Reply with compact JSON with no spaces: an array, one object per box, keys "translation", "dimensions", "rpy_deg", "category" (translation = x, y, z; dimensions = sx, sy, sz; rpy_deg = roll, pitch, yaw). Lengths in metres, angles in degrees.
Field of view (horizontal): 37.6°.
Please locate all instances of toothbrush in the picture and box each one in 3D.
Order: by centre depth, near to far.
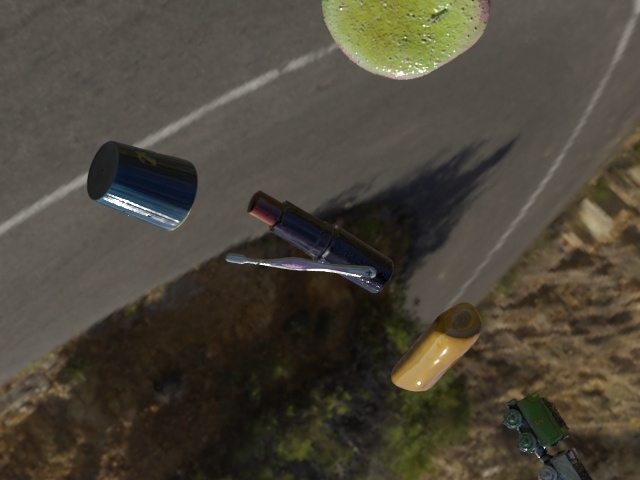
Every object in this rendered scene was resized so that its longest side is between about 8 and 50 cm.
[{"translation":[-0.026,0.034,1.262],"dimensions":[0.022,0.204,0.017],"rpy_deg":[-88,-175,-69],"category":"toothbrush"}]

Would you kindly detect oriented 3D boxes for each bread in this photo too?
[{"translation":[0.112,-0.310,1.244],"dimensions":[0.228,0.229,0.033],"rpy_deg":[-51,-162,36],"category":"bread"},{"translation":[0.204,0.196,1.652],"dimensions":[0.093,0.074,0.239],"rpy_deg":[-27,160,-33],"category":"bread"}]

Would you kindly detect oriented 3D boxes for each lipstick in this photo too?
[{"translation":[0.000,0.000,1.722],"dimensions":[0.081,0.300,0.081],"rpy_deg":[-50,-160,26],"category":"lipstick"}]

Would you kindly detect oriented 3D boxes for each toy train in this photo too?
[{"translation":[0.370,0.336,1.501],"dimensions":[0.081,0.202,0.060],"rpy_deg":[-36,163,21],"category":"toy train"}]

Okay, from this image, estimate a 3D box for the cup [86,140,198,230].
[{"translation":[-0.324,-0.108,1.655],"dimensions":[0.155,0.176,0.131],"rpy_deg":[18,103,-40],"category":"cup"}]
